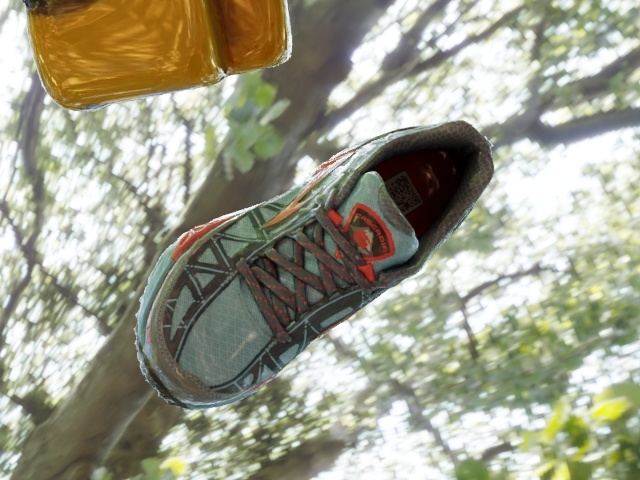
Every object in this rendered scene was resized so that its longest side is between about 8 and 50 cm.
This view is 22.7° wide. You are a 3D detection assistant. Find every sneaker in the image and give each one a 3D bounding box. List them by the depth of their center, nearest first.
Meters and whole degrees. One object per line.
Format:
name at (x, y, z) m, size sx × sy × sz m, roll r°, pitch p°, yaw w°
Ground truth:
sneaker at (0.000, 0.000, 0.954) m, size 0.262 × 0.125 × 0.104 m, roll -39°, pitch -85°, yaw -26°

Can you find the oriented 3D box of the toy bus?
toy bus at (-0.048, -0.209, 0.421) m, size 0.130 × 0.108 × 0.332 m, roll -11°, pitch -80°, yaw 3°
